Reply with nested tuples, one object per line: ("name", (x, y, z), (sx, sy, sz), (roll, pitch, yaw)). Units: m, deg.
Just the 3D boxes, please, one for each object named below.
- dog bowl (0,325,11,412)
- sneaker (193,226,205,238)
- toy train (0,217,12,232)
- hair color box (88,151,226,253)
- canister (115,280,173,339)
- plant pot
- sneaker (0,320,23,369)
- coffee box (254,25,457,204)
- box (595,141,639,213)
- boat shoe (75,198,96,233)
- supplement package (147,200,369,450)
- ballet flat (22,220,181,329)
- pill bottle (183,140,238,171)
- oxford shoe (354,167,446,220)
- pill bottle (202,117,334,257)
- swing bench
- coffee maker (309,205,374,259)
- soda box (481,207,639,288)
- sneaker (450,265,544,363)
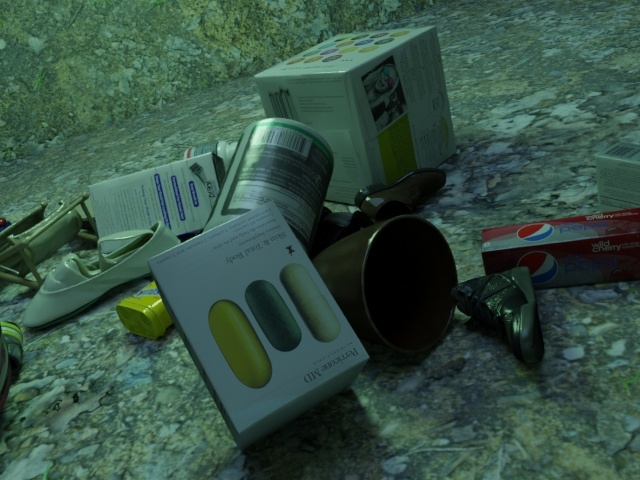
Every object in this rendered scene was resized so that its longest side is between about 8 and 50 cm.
("dog bowl", (-0.751, 0.257, 1.159), (0.408, 0.150, 0.408), (-3, 47, 3))
("sneaker", (-0.187, 0.043, 1.369), (0.107, 0.124, 0.283), (-36, 32, -31))
("toy train", (-0.988, 0.043, 1.893), (0.143, 0.105, 0.248), (-24, 26, 11))
("hair color box", (-0.402, -0.090, 1.666), (0.339, 0.185, 0.110), (-14, -4, 9))
("canister", (-0.322, 0.123, 1.360), (0.126, 0.073, 0.170), (7, 34, 39))
("plant pot", (0.074, 0.075, 1.099), (0.215, 0.215, 0.230), (-38, 19, -34))
("sneaker", (-0.743, 0.271, 1.301), (0.300, 0.111, 0.121), (-31, 34, -20))
("coffee box", (0.098, -0.321, 1.651), (0.334, 0.338, 0.338), (-36, 32, -33))
("box", (0.570, -0.094, 1.156), (0.072, 0.137, 0.126), (-28, 29, -22))
("boat shoe", (-0.619, -0.060, 1.858), (0.324, 0.096, 0.116), (0, 36, 32))
("supplement package", (-0.092, 0.126, 0.938), (0.199, 0.198, 0.262), (-27, 71, -16))
("ballet flat", (-0.524, 0.065, 1.527), (0.400, 0.139, 0.139), (-26, 28, -15))
("pill bottle", (-0.325, -0.252, 2.030), (0.180, 0.108, 0.108), (-11, 28, 14))
("oxford shoe", (0.198, -0.096, 1.474), (0.227, 0.083, 0.096), (-23, 50, -15))
("pill bottle", (-0.106, -0.040, 1.237), (0.204, 0.204, 0.361), (-3, 54, 27))
("swing bench", (-0.753, 0.011, 1.729), (0.255, 0.165, 0.253), (-4, 30, 27))
("coffee maker", (0.000, 0.000, 1.344), (0.171, 0.120, 0.178), (-35, 31, -29))
("soda box", (0.409, 0.018, 1.092), (0.263, 0.092, 0.083), (-8, 27, 19))
("sneaker", (0.271, 0.119, 0.997), (0.130, 0.087, 0.227), (-12, 24, 15))
